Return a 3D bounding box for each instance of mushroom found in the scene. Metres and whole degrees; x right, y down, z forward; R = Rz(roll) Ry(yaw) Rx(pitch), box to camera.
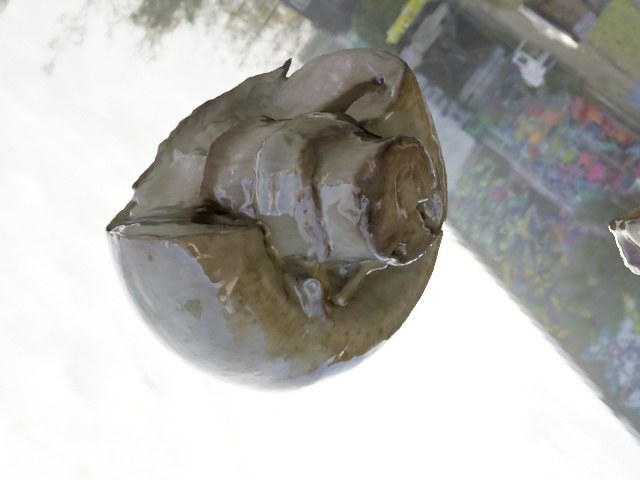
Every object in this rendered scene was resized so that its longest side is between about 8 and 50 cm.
[{"bbox_3d":[0.000,0.000,0.684,0.195,0.254,0.189,7,135,42],"label":"mushroom"}]

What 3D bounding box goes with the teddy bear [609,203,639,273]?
[{"bbox_3d":[0.267,0.044,0.465,0.223,0.246,0.296,55,-169,18],"label":"teddy bear"}]
